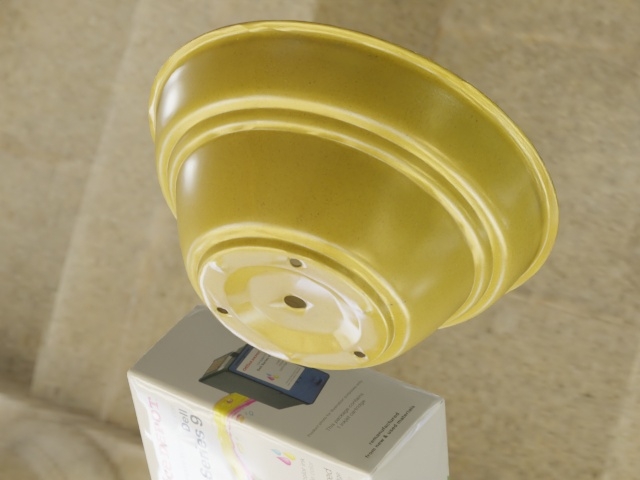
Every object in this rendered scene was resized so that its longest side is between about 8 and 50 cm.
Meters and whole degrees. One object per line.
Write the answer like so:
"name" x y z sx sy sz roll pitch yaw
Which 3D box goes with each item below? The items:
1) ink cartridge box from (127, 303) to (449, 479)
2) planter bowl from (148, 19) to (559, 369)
"ink cartridge box" -0.020 0.155 1.262 0.212 0.093 0.154 21 -45 31
"planter bowl" 0.000 0.000 0.874 0.217 0.217 0.090 -8 -134 39
